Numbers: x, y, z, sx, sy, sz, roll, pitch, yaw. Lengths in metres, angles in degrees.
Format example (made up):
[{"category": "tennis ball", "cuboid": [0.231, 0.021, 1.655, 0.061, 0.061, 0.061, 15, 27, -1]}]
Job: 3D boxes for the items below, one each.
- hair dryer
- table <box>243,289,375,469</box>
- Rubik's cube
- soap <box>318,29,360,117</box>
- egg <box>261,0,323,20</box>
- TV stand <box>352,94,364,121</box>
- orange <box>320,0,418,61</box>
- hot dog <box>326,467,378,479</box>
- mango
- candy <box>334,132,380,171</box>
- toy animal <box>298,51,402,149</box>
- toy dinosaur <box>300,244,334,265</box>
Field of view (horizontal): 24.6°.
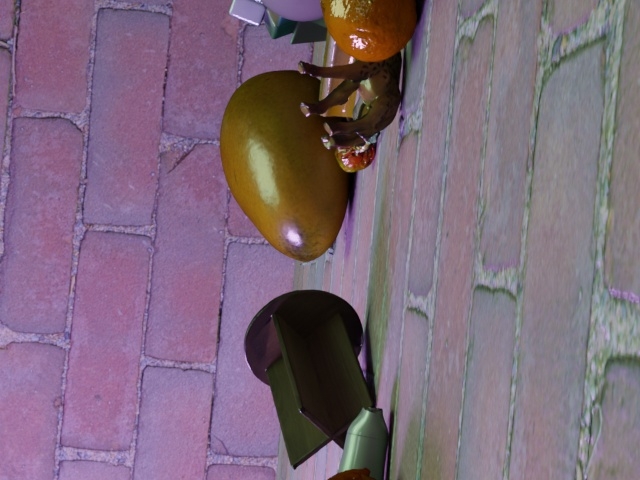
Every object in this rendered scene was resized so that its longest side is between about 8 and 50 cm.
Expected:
[{"category": "hair dryer", "cuboid": [0.046, 0.309, 1.748, 0.237, 0.075, 0.206, 77, -157, -77]}, {"category": "table", "cuboid": [-0.004, 0.193, 1.930, 0.226, 0.167, 0.167, -110, 24, -58]}, {"category": "Rubik's cube", "cuboid": [-0.021, -0.460, 2.551, 0.265, 0.213, 0.224, -71, 5, -59]}, {"category": "soap", "cuboid": [0.042, -0.288, 2.295, 0.232, 0.073, 0.140, 99, 179, -50]}, {"category": "egg", "cuboid": [-0.032, -0.443, 2.325, 0.232, 0.176, 0.176, 55, -142, -72]}, {"category": "TV stand", "cuboid": [0.073, -0.189, 2.003, 0.249, 0.036, 0.042, 125, 148, -81]}, {"category": "orange", "cuboid": [0.058, -0.278, 1.747, 0.135, 0.118, 0.135, -12, -90, -78]}, {"category": "hot dog", "cuboid": [0.014, 0.353, 1.452, 0.158, 0.117, 0.349, -61, 13, 21]}, {"category": "mango", "cuboid": [-0.051, -0.130, 2.465, 0.378, 0.221, 0.263, -105, 20, -45]}, {"category": "candy", "cuboid": [0.064, -0.144, 2.046, 0.201, 0.060, 0.060, 132, 144, -71]}, {"category": "toy animal", "cuboid": [0.060, -0.229, 1.839, 0.054, 0.149, 0.275, -19, 34, 57]}, {"category": "toy dinosaur", "cuboid": [0.002, 0.001, 2.689, 0.209, 0.039, 0.082, 124, 155, -60]}]
